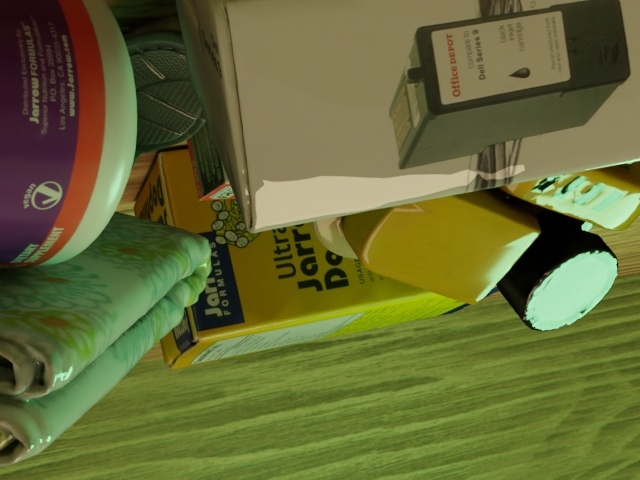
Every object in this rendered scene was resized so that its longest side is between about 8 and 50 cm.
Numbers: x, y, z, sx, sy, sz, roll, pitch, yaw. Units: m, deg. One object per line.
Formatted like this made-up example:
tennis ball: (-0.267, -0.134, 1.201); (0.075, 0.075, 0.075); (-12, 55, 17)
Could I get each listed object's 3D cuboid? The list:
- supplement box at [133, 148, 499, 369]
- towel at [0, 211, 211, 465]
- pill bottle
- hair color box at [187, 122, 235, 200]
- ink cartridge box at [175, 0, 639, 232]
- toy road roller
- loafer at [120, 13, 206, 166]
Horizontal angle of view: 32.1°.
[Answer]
supplement box: (0.000, 0.000, 1.205); (0.356, 0.195, 0.194); (-10, 168, -19)
towel: (-0.271, 0.027, 0.761); (0.320, 0.090, 0.374); (15, -167, 5)
pill bottle: (-0.270, -0.070, 0.574); (0.323, 0.181, 0.181); (-2, 165, -43)
hair color box: (-0.033, -0.089, 0.985); (0.167, 0.093, 0.053); (-4, 166, -36)
ink cartridge box: (0.073, -0.125, 0.594); (0.289, 0.121, 0.211); (-11, -149, -9)
toy road roller: (0.138, -0.094, 0.883); (0.329, 0.202, 0.240); (15, 121, -40)
loafer: (-0.149, -0.110, 0.843); (0.096, 0.084, 0.267); (27, 147, -22)
